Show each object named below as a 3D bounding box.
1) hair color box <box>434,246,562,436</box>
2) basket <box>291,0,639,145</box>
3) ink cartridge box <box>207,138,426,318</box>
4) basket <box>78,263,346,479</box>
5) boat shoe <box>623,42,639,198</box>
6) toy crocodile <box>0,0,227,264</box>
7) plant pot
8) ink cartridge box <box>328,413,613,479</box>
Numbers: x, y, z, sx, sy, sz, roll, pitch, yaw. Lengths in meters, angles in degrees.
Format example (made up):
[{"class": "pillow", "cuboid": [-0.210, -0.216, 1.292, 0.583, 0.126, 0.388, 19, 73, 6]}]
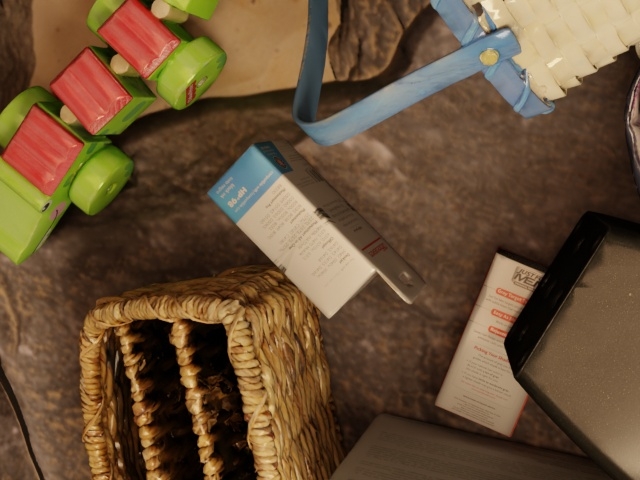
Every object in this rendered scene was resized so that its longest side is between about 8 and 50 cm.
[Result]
[{"class": "hair color box", "cuboid": [0.155, 0.084, 0.947, 0.072, 0.043, 0.141, 23, 102, 8]}, {"class": "basket", "cuboid": [0.109, -0.210, 0.814, 0.289, 0.255, 0.201, -26, 132, 28]}, {"class": "ink cartridge box", "cuboid": [0.000, 0.000, 0.941, 0.180, 0.104, 0.060, 46, 104, 5]}, {"class": "basket", "cuboid": [-0.104, 0.183, 0.929, 0.213, 0.223, 0.299, -9, 96, 14]}, {"class": "boat shoe", "cuboid": [0.296, -0.169, 0.807, 0.127, 0.158, 0.341, 0, 100, 55]}, {"class": "toy crocodile", "cuboid": [-0.192, -0.122, 0.970, 0.115, 0.105, 0.340, 44, 105, 5]}, {"class": "plant pot", "cuboid": [0.241, 0.079, 0.838, 0.167, 0.187, 0.188, 30, 99, 1]}, {"class": "ink cartridge box", "cuboid": [0.150, 0.234, 0.790, 0.308, 0.385, 0.091, 12, 98, 12]}]
